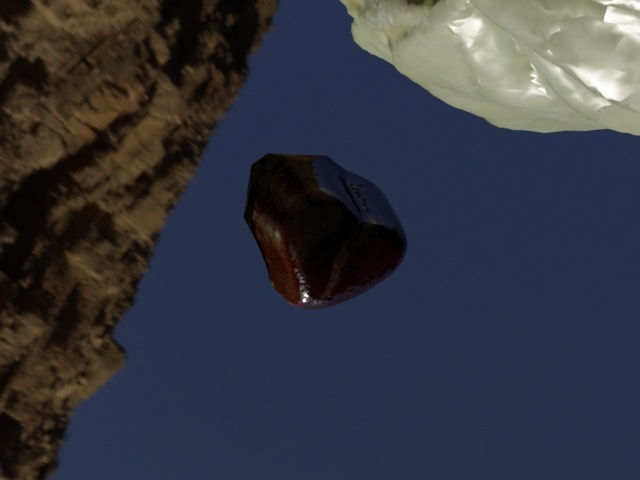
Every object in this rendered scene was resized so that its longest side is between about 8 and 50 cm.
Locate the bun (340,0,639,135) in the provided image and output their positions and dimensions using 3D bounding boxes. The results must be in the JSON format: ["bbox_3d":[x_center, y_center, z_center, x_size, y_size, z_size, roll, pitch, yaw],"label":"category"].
[{"bbox_3d":[0.088,-0.174,0.656,0.194,0.354,0.354,-40,-109,-11],"label":"bun"}]

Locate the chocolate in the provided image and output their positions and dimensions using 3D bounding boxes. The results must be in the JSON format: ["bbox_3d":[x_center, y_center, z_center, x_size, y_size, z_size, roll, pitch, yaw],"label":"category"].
[{"bbox_3d":[0.000,0.000,1.185,0.125,0.149,0.080,-56,-147,7],"label":"chocolate"}]
